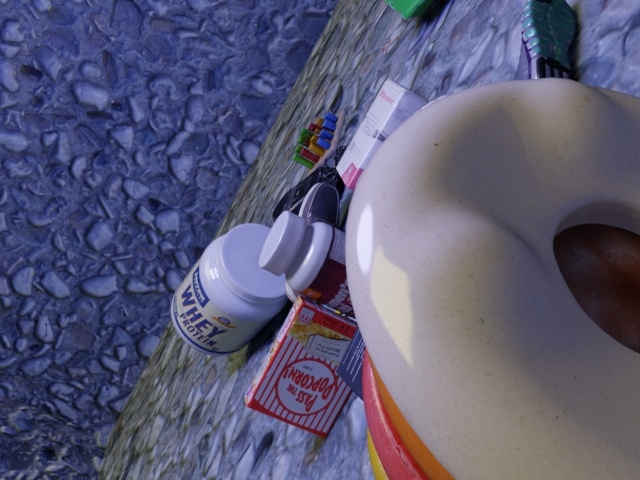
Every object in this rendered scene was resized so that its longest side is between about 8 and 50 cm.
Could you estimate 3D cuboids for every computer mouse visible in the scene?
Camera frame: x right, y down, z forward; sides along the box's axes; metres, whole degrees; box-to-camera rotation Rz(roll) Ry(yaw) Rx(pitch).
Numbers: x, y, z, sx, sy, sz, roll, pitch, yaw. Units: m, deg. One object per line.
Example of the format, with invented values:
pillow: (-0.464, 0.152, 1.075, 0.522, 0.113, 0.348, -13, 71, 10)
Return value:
computer mouse: (-0.018, -0.110, 1.787, 0.272, 0.072, 0.188, -33, 30, 39)

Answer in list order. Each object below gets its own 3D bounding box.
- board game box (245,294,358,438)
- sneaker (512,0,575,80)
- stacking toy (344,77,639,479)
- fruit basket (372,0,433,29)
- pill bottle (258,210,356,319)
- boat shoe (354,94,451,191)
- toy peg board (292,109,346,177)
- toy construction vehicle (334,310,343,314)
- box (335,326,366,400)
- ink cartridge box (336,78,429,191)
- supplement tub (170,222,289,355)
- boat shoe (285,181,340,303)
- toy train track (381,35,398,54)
board game box: (-0.014, 0.205, 1.120, 0.194, 0.146, 0.045, -63, 16, 8)
sneaker: (0.297, -0.257, 0.974, 0.098, 0.083, 0.224, 130, 159, -55)
stacking toy: (0.142, 0.152, 0.550, 0.480, 0.350, 0.351, 109, 174, -48)
fruit basket: (0.250, -0.687, 1.633, 0.327, 0.165, 0.353, -42, 20, 42)
pill bottle: (0.019, 0.044, 1.125, 0.121, 0.221, 0.121, -56, 18, 28)
boat shoe: (0.162, -0.159, 1.259, 0.258, 0.095, 0.084, -39, 23, 34)
toy peg board: (-0.010, -0.290, 2.003, 0.160, 0.079, 0.161, -45, 25, 50)
toy construction vehicle: (0.026, 0.154, 1.295, 0.086, 0.035, 0.098, -36, 32, 37)
box: (0.121, 0.145, 0.853, 0.153, 0.108, 0.207, -64, 16, 0)
ink cartridge box: (0.130, -0.202, 1.395, 0.218, 0.092, 0.158, -61, 16, 15)
supplement tub: (-0.213, 0.124, 1.715, 0.325, 0.235, 0.235, -47, 23, 47)
boat shoe: (0.000, 0.000, 1.495, 0.092, 0.102, 0.285, -24, 46, 59)
toy train track: (0.185, -0.538, 1.886, 0.083, 0.014, 0.048, -22, 44, 66)
